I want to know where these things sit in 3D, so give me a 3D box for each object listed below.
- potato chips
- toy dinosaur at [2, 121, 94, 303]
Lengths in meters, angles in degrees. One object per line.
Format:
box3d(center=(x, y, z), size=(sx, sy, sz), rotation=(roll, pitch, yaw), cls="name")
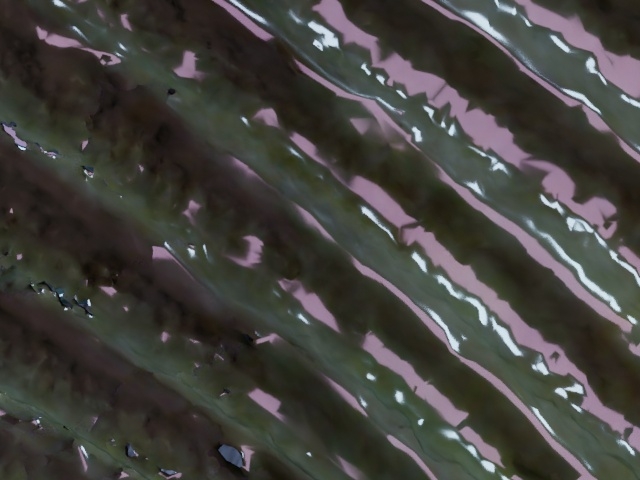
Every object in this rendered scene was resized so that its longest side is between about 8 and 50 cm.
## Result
box3d(center=(-0.008, -0.001, 0.462), size=(0.389, 0.097, 0.373), rotation=(13, 101, 9), cls="potato chips")
box3d(center=(-0.228, -0.115, 0.663), size=(0.383, 0.129, 0.331), rotation=(-13, 76, 32), cls="toy dinosaur")
